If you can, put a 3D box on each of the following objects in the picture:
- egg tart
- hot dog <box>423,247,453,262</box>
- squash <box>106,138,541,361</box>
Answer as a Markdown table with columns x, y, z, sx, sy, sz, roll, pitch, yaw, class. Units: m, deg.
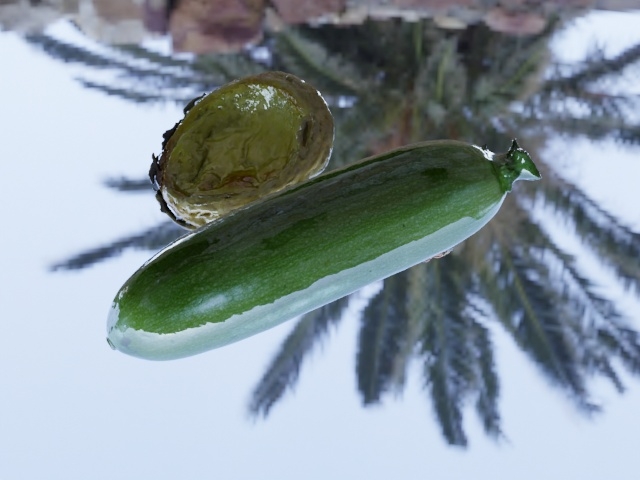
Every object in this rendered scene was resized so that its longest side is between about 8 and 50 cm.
| x | y | z | sx | sy | sz | roll | pitch | yaw | class |
| --- | --- | --- | --- | --- | --- | --- | --- | --- | --- |
| -0.102 | -0.113 | 1.954 | 0.279 | 0.095 | 0.279 | -15 | -129 | 19 | egg tart |
| 0.133 | -0.015 | 1.683 | 0.072 | 0.188 | 0.055 | -11 | -104 | 9 | hot dog |
| 0.000 | 0.000 | 1.183 | 0.395 | 0.107 | 0.107 | -22 | -143 | -7 | squash |
